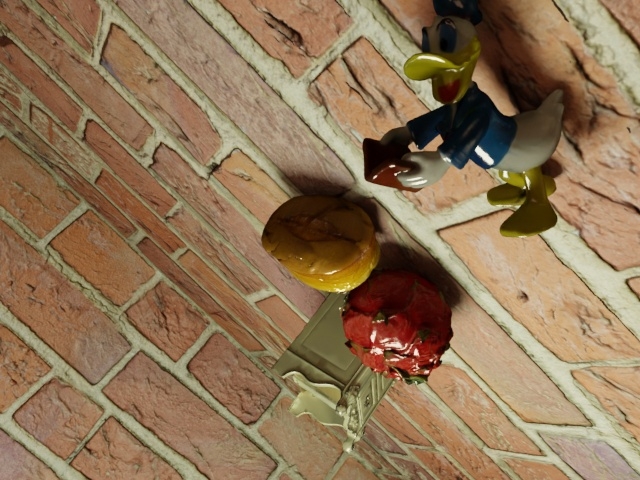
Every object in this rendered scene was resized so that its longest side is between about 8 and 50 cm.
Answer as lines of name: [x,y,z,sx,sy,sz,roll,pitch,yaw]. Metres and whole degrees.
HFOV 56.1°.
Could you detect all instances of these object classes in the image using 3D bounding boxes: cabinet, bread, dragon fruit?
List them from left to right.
bread: [0.000,0.000,1.303,0.269,0.195,0.143,20,157,39]
cabinet: [0.071,0.326,1.564,0.227,0.318,0.290,26,149,24]
dragon fruit: [0.156,0.175,1.325,0.299,0.244,0.244,40,160,43]

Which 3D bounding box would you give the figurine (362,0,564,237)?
figurine: [0.183,-0.173,0.825,0.204,0.283,0.339,-100,-5,-68]
